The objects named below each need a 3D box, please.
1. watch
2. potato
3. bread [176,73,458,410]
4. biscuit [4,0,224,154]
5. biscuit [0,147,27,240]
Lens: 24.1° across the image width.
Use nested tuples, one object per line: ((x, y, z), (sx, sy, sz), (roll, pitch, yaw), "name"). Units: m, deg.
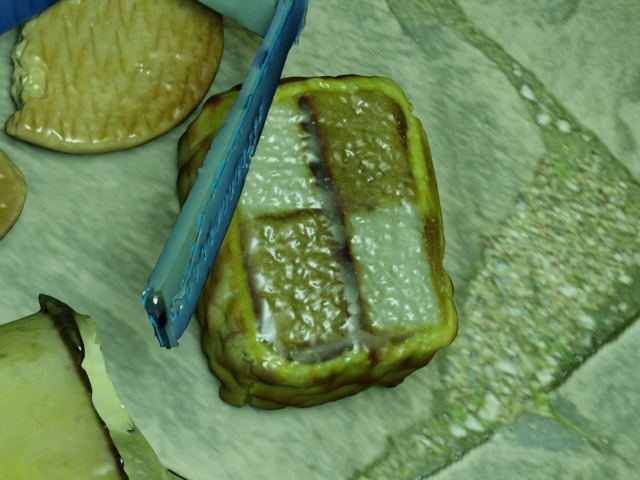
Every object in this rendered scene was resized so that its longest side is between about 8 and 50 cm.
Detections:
((-0.100, -0.099, 0.934), (0.276, 0.068, 0.274), (37, 53, 19), "watch")
((-0.186, 0.186, 0.791), (0.242, 0.242, 0.285), (-16, 82, -28), "potato")
((0.000, 0.000, 1.011), (0.181, 0.096, 0.222), (-3, 70, -22), "bread")
((-0.138, -0.151, 1.050), (0.144, 0.033, 0.224), (15, 62, -19), "biscuit")
((-0.363, -0.025, 0.889), (0.376, 0.051, 0.269), (0, 66, -24), "biscuit")
